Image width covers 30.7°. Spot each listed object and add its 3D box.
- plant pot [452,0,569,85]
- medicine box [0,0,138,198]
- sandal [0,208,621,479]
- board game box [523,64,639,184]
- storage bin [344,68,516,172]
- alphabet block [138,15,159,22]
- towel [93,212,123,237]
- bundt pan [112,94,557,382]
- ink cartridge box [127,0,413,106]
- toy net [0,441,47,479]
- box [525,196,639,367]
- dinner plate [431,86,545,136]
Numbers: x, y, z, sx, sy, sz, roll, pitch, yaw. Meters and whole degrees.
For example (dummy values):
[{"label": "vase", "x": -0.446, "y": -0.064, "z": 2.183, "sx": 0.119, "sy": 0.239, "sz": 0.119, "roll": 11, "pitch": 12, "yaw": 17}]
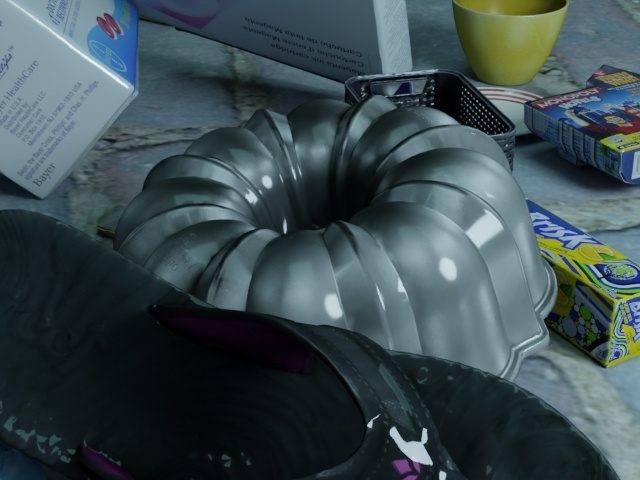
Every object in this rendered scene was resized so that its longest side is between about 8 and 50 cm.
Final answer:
[{"label": "plant pot", "x": 0.219, "y": -0.237, "z": 1.369, "sx": 0.134, "sy": 0.095, "sz": 0.134, "roll": 0, "pitch": 27, "yaw": 0}, {"label": "medicine box", "x": -0.334, "y": -0.221, "z": 1.136, "sx": 0.289, "sy": 0.149, "sz": 0.263, "roll": 37, "pitch": 17, "yaw": -23}, {"label": "sandal", "x": -0.058, "y": 0.099, "z": 0.625, "sx": 0.445, "sy": 0.107, "sz": 0.168, "roll": 18, "pitch": 74, "yaw": 19}, {"label": "board game box", "x": 0.309, "y": -0.116, "z": 1.176, "sx": 0.194, "sy": 0.060, "sz": 0.194, "roll": -14, "pitch": 30, "yaw": -24}, {"label": "storage bin", "x": 0.099, "y": -0.092, "z": 1.106, "sx": 0.122, "sy": 0.084, "sz": 0.180, "roll": -7, "pitch": 29, "yaw": -12}, {"label": "alphabet block", "x": -0.226, "y": -0.429, "z": 1.640, "sx": 0.197, "sy": 0.194, "sz": 0.192, "roll": 17, "pitch": 34, "yaw": 30}, {"label": "towel", "x": -0.155, "y": -0.017, "z": 1.046, "sx": 0.060, "sy": 0.009, "sz": 0.083, "roll": 21, "pitch": 34, "yaw": 36}, {"label": "bundt pan", "x": 0.000, "y": 0.000, "z": 0.828, "sx": 0.330, "sy": 0.124, "sz": 0.331, "roll": -7, "pitch": 32, "yaw": 5}, {"label": "ink cartridge box", "x": -0.067, "y": -0.258, "z": 1.198, "sx": 0.324, "sy": 0.330, "sz": 0.071, "roll": 21, "pitch": 64, "yaw": 20}, {"label": "toy net", "x": -0.275, "y": 0.167, "z": 0.664, "sx": 0.232, "sy": 0.045, "sz": 0.122, "roll": -7, "pitch": 30, "yaw": -8}, {"label": "box", "x": 0.188, "y": 0.027, "z": 0.903, "sx": 0.054, "sy": 0.059, "sz": 0.169, "roll": -15, "pitch": 31, "yaw": -26}, {"label": "dinner plate", "x": 0.188, "y": -0.136, "z": 1.261, "sx": 0.141, "sy": 0.017, "sz": 0.141, "roll": -1, "pitch": 28, "yaw": 0}]
